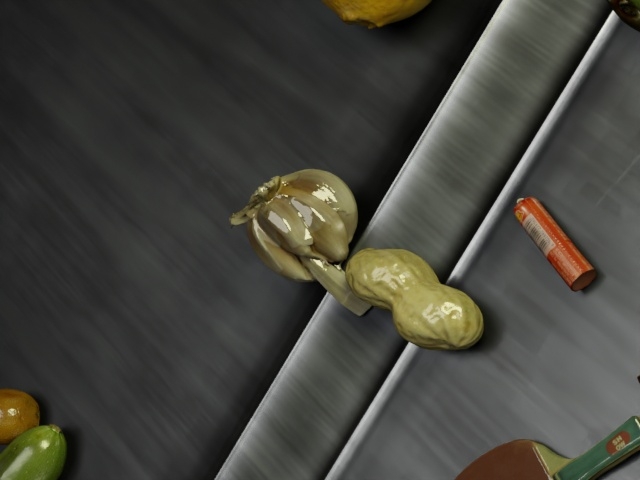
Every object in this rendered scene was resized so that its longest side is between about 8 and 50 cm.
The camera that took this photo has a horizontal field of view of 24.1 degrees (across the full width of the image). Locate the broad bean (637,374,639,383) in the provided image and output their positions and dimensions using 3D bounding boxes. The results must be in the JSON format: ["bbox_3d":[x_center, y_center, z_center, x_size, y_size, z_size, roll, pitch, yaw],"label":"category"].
[{"bbox_3d":[0.383,0.183,1.460,0.061,0.046,0.195,-55,47,25],"label":"broad bean"}]

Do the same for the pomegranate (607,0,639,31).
[{"bbox_3d":[0.385,-0.299,1.531,0.210,0.180,0.180,-33,55,-9],"label":"pomegranate"}]

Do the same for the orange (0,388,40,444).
[{"bbox_3d":[-0.420,0.237,2.019,0.085,0.085,0.085,-11,71,34],"label":"orange"}]

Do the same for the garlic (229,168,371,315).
[{"bbox_3d":[0.000,0.000,1.764,0.194,0.127,0.131,43,125,10],"label":"garlic"}]

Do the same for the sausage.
[{"bbox_3d":[0.248,-0.001,1.620,0.034,0.034,0.129,-46,55,17],"label":"sausage"}]

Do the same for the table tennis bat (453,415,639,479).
[{"bbox_3d":[0.231,0.268,1.565,0.274,0.021,0.154,-40,57,23],"label":"table tennis bat"}]

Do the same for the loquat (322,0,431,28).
[{"bbox_3d":[0.071,-0.366,1.772,0.187,0.176,0.234,20,93,22],"label":"loquat"}]

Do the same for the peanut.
[{"bbox_3d":[0.102,0.063,1.677,0.187,0.082,0.082,40,102,33],"label":"peanut"}]

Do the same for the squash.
[{"bbox_3d":[-0.451,0.373,1.997,0.341,0.094,0.094,-45,55,15],"label":"squash"}]
